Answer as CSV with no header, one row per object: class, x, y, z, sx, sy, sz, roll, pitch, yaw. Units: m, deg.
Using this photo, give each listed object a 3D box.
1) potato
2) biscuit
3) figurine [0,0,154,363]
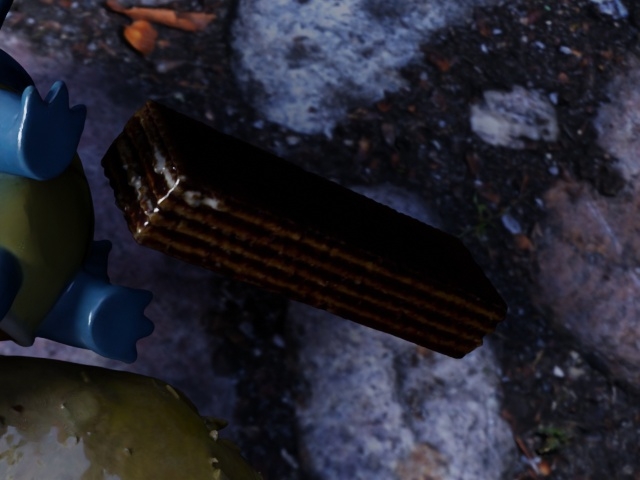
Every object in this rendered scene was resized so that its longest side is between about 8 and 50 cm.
potato,-0.178,0.180,1.031,0.296,0.141,0.191,10,58,-19
biscuit,0.000,0.000,1.148,0.388,0.073,0.107,23,27,-40
figurine,-0.245,-0.021,1.027,0.243,0.298,0.416,-18,35,9
